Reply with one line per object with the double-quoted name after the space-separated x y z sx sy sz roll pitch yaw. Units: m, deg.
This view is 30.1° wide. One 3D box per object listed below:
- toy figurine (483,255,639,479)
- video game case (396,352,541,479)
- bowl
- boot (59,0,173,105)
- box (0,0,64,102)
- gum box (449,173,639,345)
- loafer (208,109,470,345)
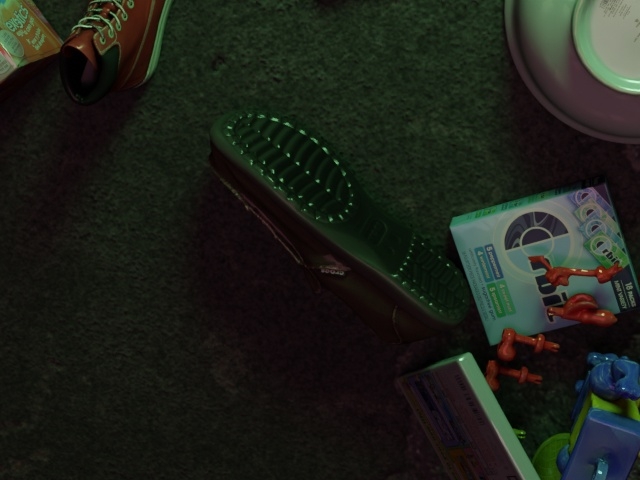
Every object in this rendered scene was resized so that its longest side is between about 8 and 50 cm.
0.274 0.222 1.321 0.191 0.217 0.363 16 119 0 "toy figurine"
0.180 0.238 1.385 0.023 0.193 0.212 -28 87 -21 "video game case"
0.334 -0.231 1.228 0.297 0.134 0.298 4 109 11 "bowl"
-0.225 -0.275 1.320 0.088 0.176 0.244 15 109 10 "boot"
-0.477 -0.195 1.422 0.300 0.142 0.154 -34 98 20 "box"
0.262 0.025 1.377 0.184 0.041 0.157 -16 104 17 "gum box"
0.000 0.000 1.380 0.366 0.134 0.130 43 128 2 "loafer"
